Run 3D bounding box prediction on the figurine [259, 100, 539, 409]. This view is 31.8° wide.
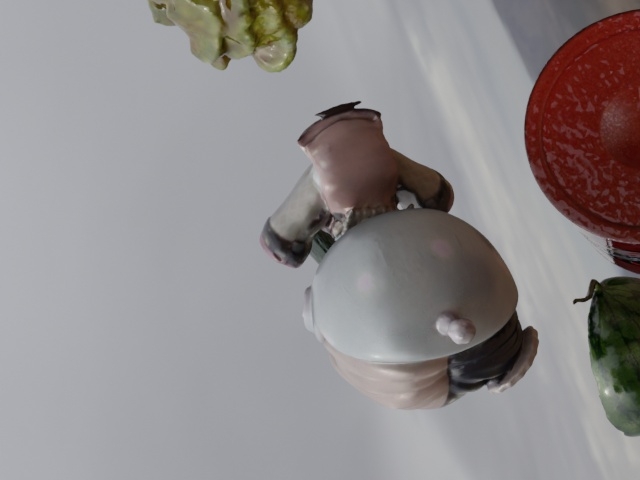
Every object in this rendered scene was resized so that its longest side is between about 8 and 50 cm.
[{"bbox_3d":[0.077,0.034,1.325,0.361,0.253,0.211,65,-178,34],"label":"figurine"}]

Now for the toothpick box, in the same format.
[{"bbox_3d":[0.322,-0.076,1.080,0.204,0.204,0.333,69,-165,13],"label":"toothpick box"}]

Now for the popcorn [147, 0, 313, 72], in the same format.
[{"bbox_3d":[-0.090,-0.398,1.587,0.321,0.326,0.289,126,141,-67],"label":"popcorn"}]

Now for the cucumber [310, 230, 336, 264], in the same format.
[{"bbox_3d":[0.000,0.000,1.548,0.105,0.048,0.048,47,-176,26],"label":"cucumber"}]

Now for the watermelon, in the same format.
[{"bbox_3d":[0.439,0.144,1.497,0.204,0.127,0.232,-32,-72,-52],"label":"watermelon"}]
